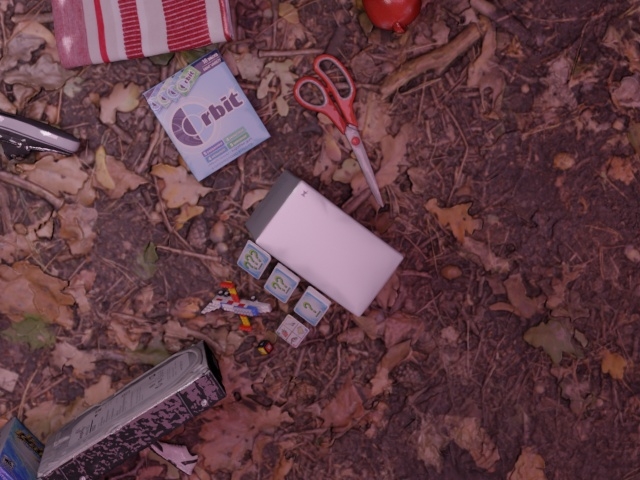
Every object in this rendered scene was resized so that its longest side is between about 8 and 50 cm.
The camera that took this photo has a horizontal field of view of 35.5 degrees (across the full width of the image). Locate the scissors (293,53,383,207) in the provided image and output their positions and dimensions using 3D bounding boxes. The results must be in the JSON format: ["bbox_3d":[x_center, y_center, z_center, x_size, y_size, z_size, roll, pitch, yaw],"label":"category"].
[{"bbox_3d":[0.065,-0.206,1.851,0.109,0.021,0.297,-39,101,-4],"label":"scissors"}]

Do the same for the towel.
[{"bbox_3d":[-0.313,-0.426,1.671,0.328,0.037,0.237,-5,101,20],"label":"towel"}]

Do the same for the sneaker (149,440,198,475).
[{"bbox_3d":[-0.278,0.395,1.874,0.109,0.040,0.044,37,74,-16],"label":"sneaker"}]

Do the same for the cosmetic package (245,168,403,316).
[{"bbox_3d":[0.000,0.000,1.766,0.224,0.224,0.138,36,90,-12],"label":"cosmetic package"}]

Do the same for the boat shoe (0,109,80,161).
[{"bbox_3d":[-0.533,-0.176,1.726,0.228,0.080,0.076,16,101,-11],"label":"boat shoe"}]

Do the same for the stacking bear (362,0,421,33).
[{"bbox_3d":[0.079,-0.498,1.749,0.164,0.175,0.289,-30,113,19],"label":"stacking bear"}]

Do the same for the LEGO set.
[{"bbox_3d":[-0.104,0.127,1.787,0.182,0.244,0.060,38,52,2],"label":"LEGO set"}]

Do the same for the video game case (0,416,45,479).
[{"bbox_3d":[-0.473,0.453,1.739,0.061,0.244,0.269,-41,103,-3],"label":"video game case"}]

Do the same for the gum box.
[{"bbox_3d":[-0.204,-0.224,1.793,0.157,0.041,0.184,-32,101,-4],"label":"gum box"}]

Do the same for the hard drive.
[{"bbox_3d":[-0.329,0.307,1.748,0.338,0.237,0.064,-33,102,-3],"label":"hard drive"}]
